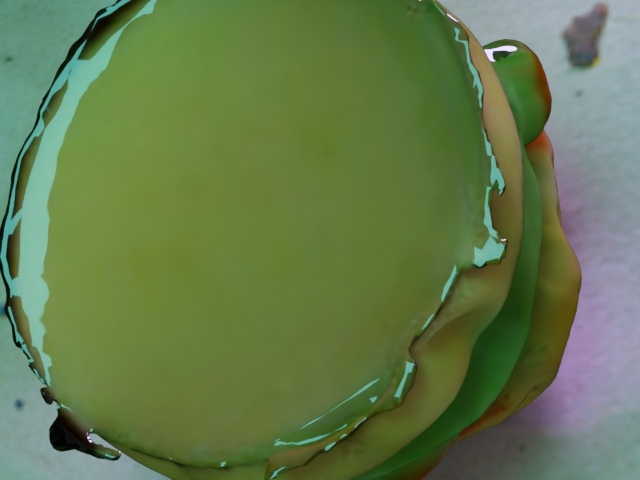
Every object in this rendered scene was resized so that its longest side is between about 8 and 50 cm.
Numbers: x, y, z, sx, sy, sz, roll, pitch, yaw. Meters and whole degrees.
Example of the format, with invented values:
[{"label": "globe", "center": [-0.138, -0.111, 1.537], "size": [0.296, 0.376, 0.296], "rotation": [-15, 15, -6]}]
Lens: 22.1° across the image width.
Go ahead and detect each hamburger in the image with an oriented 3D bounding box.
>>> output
[{"label": "hamburger", "center": [0.000, 0.000, 0.664], "size": [0.237, 0.149, 0.237], "rotation": [-10, 69, 26]}]
